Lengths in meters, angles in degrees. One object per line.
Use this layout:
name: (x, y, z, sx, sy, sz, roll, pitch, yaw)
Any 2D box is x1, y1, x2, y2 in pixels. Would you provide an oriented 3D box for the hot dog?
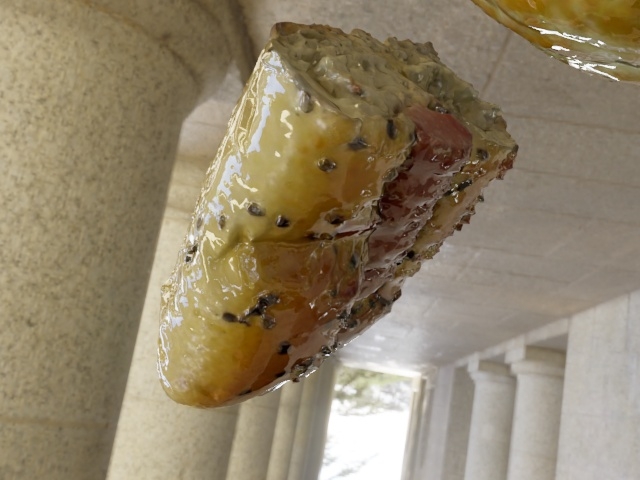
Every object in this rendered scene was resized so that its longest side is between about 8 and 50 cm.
hot dog: (0.000, 0.000, 0.702, 0.196, 0.365, 0.367, 47, -149, 19)

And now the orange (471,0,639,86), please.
orange: (0.214, -0.232, 0.377, 0.330, 0.249, 0.329, -21, 160, -8)
